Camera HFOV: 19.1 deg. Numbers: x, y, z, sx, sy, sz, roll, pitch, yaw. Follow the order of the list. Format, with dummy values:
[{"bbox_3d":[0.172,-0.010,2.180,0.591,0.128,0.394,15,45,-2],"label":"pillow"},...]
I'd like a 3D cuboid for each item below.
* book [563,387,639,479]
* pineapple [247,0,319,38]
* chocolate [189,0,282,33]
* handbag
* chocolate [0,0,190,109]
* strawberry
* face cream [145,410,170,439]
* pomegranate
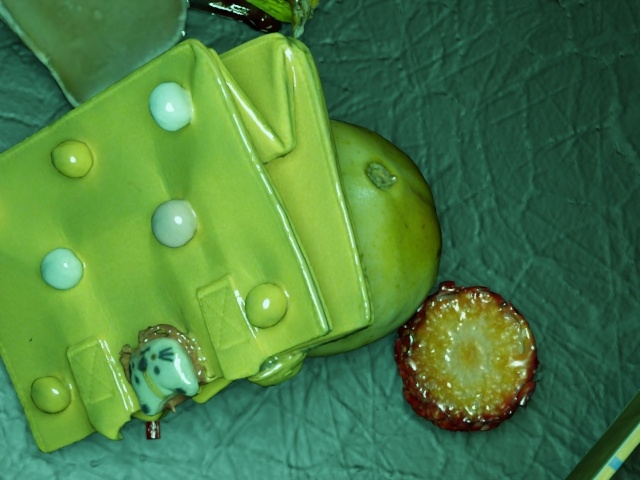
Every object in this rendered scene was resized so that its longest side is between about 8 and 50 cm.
[{"bbox_3d":[0.269,0.189,1.741,0.018,0.170,0.242,41,80,4],"label":"book"},{"bbox_3d":[-0.081,-0.333,1.756,0.334,0.161,0.158,38,70,-11],"label":"pineapple"},{"bbox_3d":[-0.116,-0.258,1.839,0.182,0.028,0.086,17,77,-2],"label":"chocolate"},{"bbox_3d":[-0.145,0.012,1.623,0.133,0.401,0.283,-16,85,-49],"label":"handbag"},{"bbox_3d":[-0.237,-0.252,1.755,0.161,0.083,0.261,-39,128,-7],"label":"chocolate"},{"bbox_3d":[0.133,0.111,1.779,0.145,0.086,0.145,1,83,-7],"label":"strawberry"},{"bbox_3d":[-0.158,0.144,1.774,0.040,0.021,0.083,-4,82,-6],"label":"face cream"},{"bbox_3d":[0.002,-0.005,1.713,0.233,0.233,0.233,1,81,-6],"label":"pomegranate"}]
